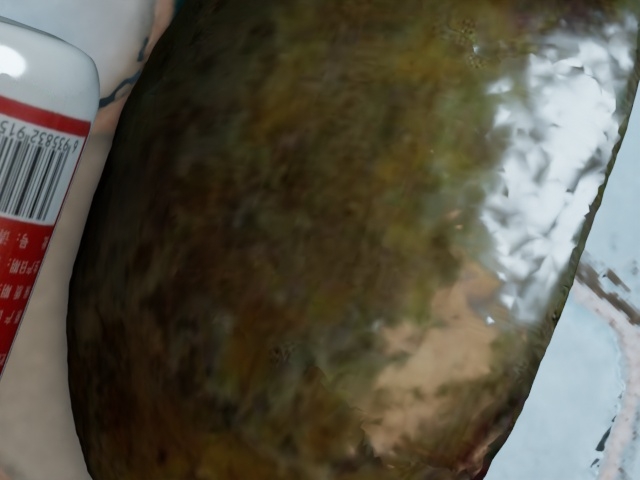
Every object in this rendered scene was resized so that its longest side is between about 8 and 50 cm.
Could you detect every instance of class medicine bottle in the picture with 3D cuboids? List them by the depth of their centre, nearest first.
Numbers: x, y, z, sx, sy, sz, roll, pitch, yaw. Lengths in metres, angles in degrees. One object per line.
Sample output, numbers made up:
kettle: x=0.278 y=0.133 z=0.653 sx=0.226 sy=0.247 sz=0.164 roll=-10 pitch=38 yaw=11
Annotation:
medicine bottle: x=-0.185 y=0.022 z=0.792 sx=0.131 sy=0.131 sz=0.250 roll=20 pitch=94 yaw=-17

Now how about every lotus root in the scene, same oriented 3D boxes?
lotus root: x=-0.005 y=-0.002 z=0.821 sx=0.142 sy=0.210 sz=0.314 roll=29 pitch=77 yaw=-29
